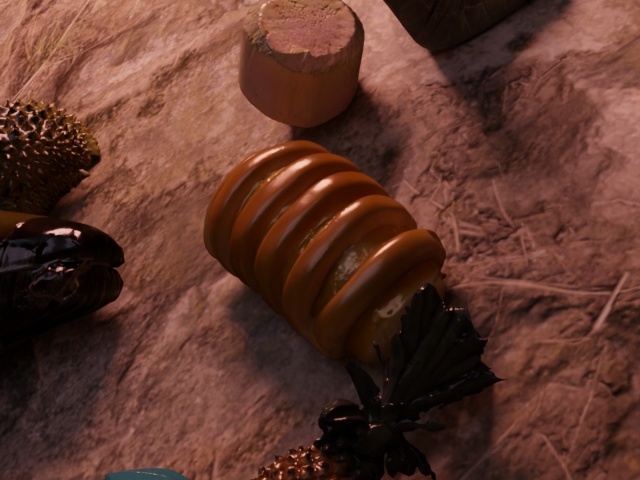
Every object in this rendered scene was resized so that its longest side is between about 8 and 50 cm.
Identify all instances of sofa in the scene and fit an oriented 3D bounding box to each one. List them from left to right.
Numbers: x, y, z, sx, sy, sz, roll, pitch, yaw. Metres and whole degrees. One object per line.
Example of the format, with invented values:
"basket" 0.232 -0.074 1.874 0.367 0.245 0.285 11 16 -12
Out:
"sofa" 0.122 -0.363 1.449 0.176 0.225 0.210 -33 40 15

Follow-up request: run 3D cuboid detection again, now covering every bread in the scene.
"bread" 0.000 0.000 1.310 0.173 0.121 0.311 -46 43 -7

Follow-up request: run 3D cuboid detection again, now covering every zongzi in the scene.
"zongzi" -0.388 0.122 1.510 0.289 0.154 0.317 8 86 31

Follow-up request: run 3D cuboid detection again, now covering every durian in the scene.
"durian" -0.422 -0.097 1.685 0.237 0.138 0.193 -48 42 -7

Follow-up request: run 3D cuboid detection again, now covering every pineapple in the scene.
"pineapple" 0.039 0.171 1.137 0.277 0.119 0.130 -46 49 -7

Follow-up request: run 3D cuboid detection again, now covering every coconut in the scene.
"coconut" -0.024 -0.207 1.487 0.147 0.152 0.147 3 59 -5

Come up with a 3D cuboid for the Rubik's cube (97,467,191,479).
"Rubik's cube" -0.190 0.269 1.140 0.254 0.254 0.254 -20 46 22
